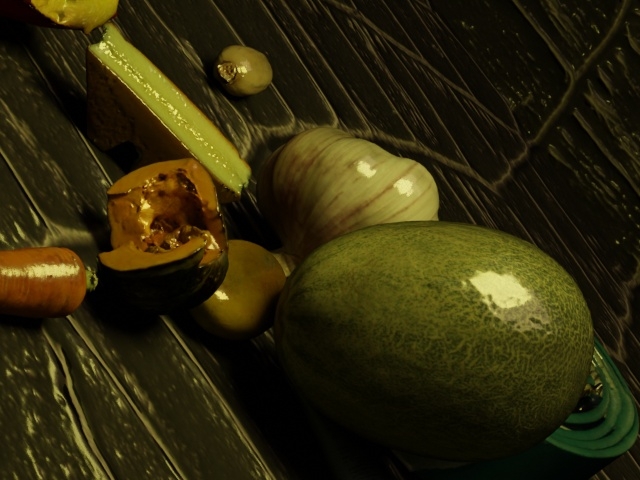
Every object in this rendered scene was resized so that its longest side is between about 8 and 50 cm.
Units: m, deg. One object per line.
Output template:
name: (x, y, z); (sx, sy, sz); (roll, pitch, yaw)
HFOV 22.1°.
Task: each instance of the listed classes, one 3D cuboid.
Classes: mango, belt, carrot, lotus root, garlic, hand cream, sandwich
mango: (-0.089, 0.053, 1.664); (0.103, 0.076, 0.161); (55, 23, 2)
belt: (0.217, 0.178, 1.982); (0.300, 0.173, 0.436); (56, 20, 20)
carrot: (-0.277, 0.035, 1.317); (0.256, 0.061, 0.061); (0, 52, -54)
lotus root: (-0.104, -0.225, 2.170); (0.073, 0.062, 0.150); (52, 17, 5)
garlic: (0.000, 0.000, 1.840); (0.253, 0.245, 0.245); (-35, 85, -35)
hand cream: (0.035, 0.221, 1.669); (0.088, 0.055, 0.256); (17, 34, -41)
sandwich: (-0.183, -0.116, 1.757); (0.244, 0.088, 0.090); (47, 27, -23)

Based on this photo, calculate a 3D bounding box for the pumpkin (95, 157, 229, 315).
pumpkin: (-0.145, 0.013, 1.552); (0.183, 0.119, 0.108); (-86, 169, -57)

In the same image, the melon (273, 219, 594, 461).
melon: (0.116, 0.099, 1.645); (0.329, 0.249, 0.249); (7, 34, -13)

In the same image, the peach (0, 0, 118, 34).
peach: (-0.304, -0.352, 1.650); (0.338, 0.281, 0.281); (41, 21, -27)
